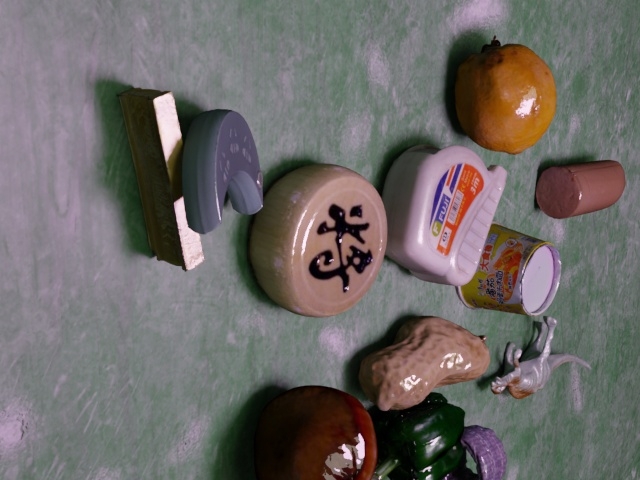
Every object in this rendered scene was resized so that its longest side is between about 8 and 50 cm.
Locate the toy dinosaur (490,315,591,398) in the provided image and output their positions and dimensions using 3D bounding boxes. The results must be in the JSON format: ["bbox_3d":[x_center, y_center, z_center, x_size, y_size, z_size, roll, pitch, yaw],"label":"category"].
[{"bbox_3d":[0.521,0.281,2.154,0.393,0.092,0.205,17,88,-49],"label":"toy dinosaur"}]

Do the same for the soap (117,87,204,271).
[{"bbox_3d":[-0.219,-0.083,1.257,0.037,0.092,0.252,-25,118,-36],"label":"soap"}]

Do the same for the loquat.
[{"bbox_3d":[0.354,-0.279,1.756,0.187,0.176,0.234,-13,105,0],"label":"loquat"}]

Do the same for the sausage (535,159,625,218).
[{"bbox_3d":[0.615,-0.123,2.121,0.253,0.123,0.123,-10,108,-44],"label":"sausage"}]

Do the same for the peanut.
[{"bbox_3d":[0.193,0.230,1.758,0.291,0.159,0.143,-16,147,-34],"label":"peanut"}]

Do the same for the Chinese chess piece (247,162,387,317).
[{"bbox_3d":[0.000,0.000,1.509,0.257,0.104,0.257,-15,111,-43],"label":"Chinese chess piece"}]

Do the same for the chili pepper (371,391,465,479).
[{"bbox_3d":[0.161,0.397,1.746,0.261,0.165,0.174,-21,138,-29],"label":"chili pepper"}]

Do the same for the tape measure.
[{"bbox_3d":[0.225,-0.059,1.720,0.265,0.130,0.258,31,75,-41],"label":"tape measure"}]

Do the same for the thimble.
[{"bbox_3d":[0.320,0.473,1.952,0.098,0.150,0.150,-15,111,-46],"label":"thimble"}]

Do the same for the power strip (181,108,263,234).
[{"bbox_3d":[-0.135,-0.105,1.303,0.253,0.054,0.167,-42,129,-73],"label":"power strip"}]

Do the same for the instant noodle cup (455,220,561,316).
[{"bbox_3d":[0.407,0.065,1.928,0.205,0.153,0.205,-14,109,-45],"label":"instant noodle cup"}]

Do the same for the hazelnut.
[{"bbox_3d":[-0.005,0.363,1.518,0.229,0.229,0.229,-15,111,-44],"label":"hazelnut"}]
